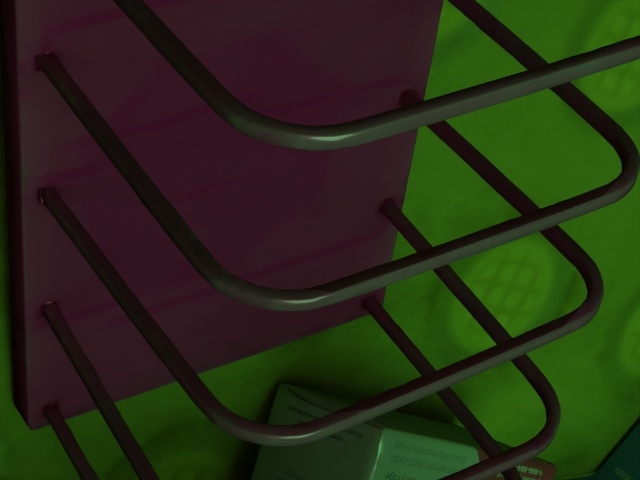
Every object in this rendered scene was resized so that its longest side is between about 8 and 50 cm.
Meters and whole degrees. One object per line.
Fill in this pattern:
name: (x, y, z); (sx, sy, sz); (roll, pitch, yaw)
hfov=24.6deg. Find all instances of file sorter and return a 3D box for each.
file sorter: (0.000, 0.000, 0.601); (0.202, 0.182, 0.291); (-18, 138, -27)

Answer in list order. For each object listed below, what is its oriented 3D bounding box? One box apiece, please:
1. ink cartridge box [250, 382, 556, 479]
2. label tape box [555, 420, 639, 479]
ink cartridge box: (0.025, 0.205, 0.810); (0.158, 0.092, 0.218); (18, 89, -43)
label tape box: (0.342, 0.181, 0.964); (0.333, 0.240, 0.106); (3, 117, -38)
